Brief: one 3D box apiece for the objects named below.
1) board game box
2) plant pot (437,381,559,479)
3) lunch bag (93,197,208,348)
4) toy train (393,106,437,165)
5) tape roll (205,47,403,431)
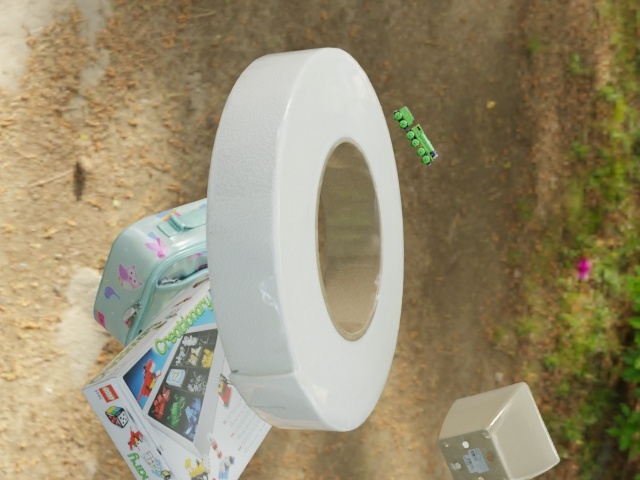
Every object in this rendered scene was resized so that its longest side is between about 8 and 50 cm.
[{"bbox_3d":[-0.138,0.174,1.152,0.193,0.053,0.305,62,26,-11],"label":"board game box"},{"bbox_3d":[0.204,0.248,1.187,0.096,0.109,0.109,-23,90,-52],"label":"plant pot"},{"bbox_3d":[-0.180,0.040,1.396,0.279,0.108,0.224,-25,154,-45],"label":"lunch bag"},{"bbox_3d":[0.123,-0.135,1.270,0.024,0.017,0.083,-33,90,-5],"label":"toy train"},{"bbox_3d":[0.000,0.000,1.008,0.392,0.072,0.392,-2,90,-70],"label":"tape roll"}]
